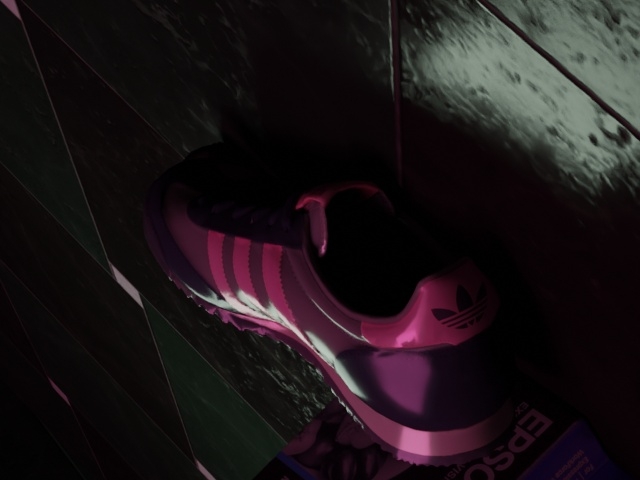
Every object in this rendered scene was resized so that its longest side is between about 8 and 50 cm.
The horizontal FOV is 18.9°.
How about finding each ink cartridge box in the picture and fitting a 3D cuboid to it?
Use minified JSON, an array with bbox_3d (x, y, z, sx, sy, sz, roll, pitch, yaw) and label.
[{"bbox_3d":[0.059,0.163,1.126,0.208,0.206,0.045,33,162,44],"label":"ink cartridge box"}]

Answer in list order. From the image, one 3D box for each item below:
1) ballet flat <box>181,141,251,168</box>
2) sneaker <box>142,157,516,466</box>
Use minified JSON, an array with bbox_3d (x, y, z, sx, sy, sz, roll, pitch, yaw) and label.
[{"bbox_3d":[-0.032,0.001,1.291,0.173,0.049,0.057,43,164,24],"label":"ballet flat"},{"bbox_3d":[0.000,0.000,1.141,0.319,0.112,0.131,33,141,40],"label":"sneaker"}]
